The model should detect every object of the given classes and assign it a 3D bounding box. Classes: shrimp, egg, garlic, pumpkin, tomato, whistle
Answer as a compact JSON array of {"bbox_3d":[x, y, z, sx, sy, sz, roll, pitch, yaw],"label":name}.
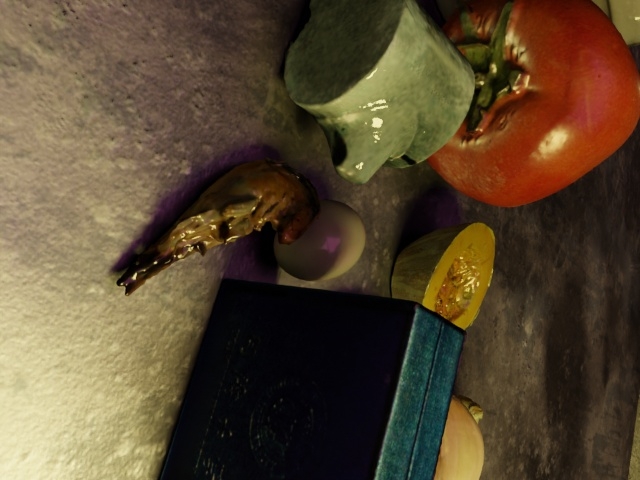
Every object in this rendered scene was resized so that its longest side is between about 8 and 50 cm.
[{"bbox_3d":[-0.097,-0.016,0.675,0.262,0.117,0.066,-46,158,-38],"label":"shrimp"},{"bbox_3d":[0.000,0.000,0.793,0.135,0.103,0.103,-23,109,-45],"label":"egg"},{"bbox_3d":[0.160,0.350,0.966,0.217,0.110,0.228,4,99,-24],"label":"garlic"},{"bbox_3d":[0.195,0.063,1.035,0.217,0.110,0.217,-27,125,-47],"label":"pumpkin"},{"bbox_3d":[0.318,-0.225,0.981,0.272,0.341,0.342,2,91,-43],"label":"tomato"},{"bbox_3d":[0.064,-0.266,0.832,0.168,0.188,0.405,30,37,-41],"label":"whistle"}]

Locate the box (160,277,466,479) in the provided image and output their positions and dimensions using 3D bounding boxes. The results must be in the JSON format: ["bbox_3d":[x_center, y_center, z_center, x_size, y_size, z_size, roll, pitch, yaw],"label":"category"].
[{"bbox_3d":[-0.020,0.186,0.651,0.116,0.279,0.262,29,71,-44],"label":"box"}]

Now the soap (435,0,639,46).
[{"bbox_3d":[0.349,-0.521,1.000,0.435,0.350,0.213,54,46,-38],"label":"soap"}]

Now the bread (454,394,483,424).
[{"bbox_3d":[0.227,0.388,1.101,0.128,0.088,0.232,-3,101,-39],"label":"bread"}]
